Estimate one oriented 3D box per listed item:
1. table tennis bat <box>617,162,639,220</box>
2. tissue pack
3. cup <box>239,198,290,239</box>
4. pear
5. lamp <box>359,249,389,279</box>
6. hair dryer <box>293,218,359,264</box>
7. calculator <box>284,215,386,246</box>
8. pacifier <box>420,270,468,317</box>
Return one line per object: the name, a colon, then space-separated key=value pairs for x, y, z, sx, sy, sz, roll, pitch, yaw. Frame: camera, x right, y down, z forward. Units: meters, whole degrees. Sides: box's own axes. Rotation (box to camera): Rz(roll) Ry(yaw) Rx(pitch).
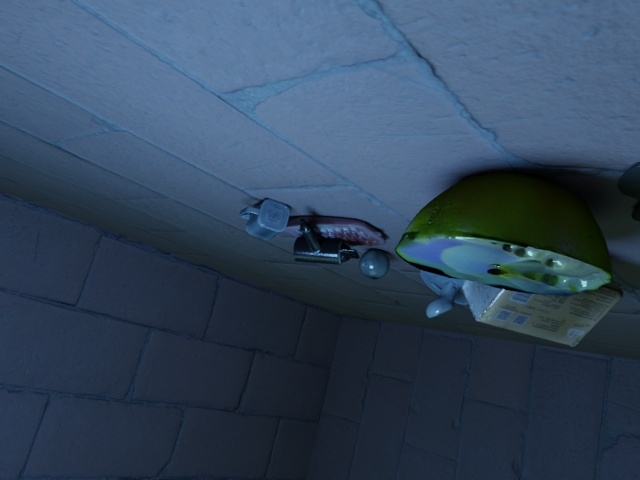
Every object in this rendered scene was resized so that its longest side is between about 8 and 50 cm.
table tennis bat: x=0.571 y=-0.083 z=0.916 sx=0.131 sy=0.022 sz=0.234 roll=8 pitch=164 yaw=18
tissue pack: x=0.544 y=0.101 z=1.376 sx=0.306 sy=0.238 sz=0.238 roll=16 pitch=167 yaw=-16
cup: x=-0.169 y=-0.067 z=1.588 sx=0.128 sy=0.095 sz=0.129 roll=20 pitch=163 yaw=-19
pear: x=0.361 y=-0.021 z=1.061 sx=0.399 sy=0.165 sz=0.399 roll=13 pitch=167 yaw=3
lamp: x=0.182 y=0.081 z=1.831 sx=0.105 sy=0.105 sz=0.105 roll=13 pitch=167 yaw=3
hair dryer: x=0.000 y=0.000 z=1.580 sx=0.196 sy=0.078 sz=0.248 roll=4 pitch=158 yaw=16
calculator: x=0.045 y=-0.025 z=1.661 sx=0.330 sy=0.048 sz=0.220 roll=2 pitch=162 yaw=35
pacifier: x=0.397 y=0.163 z=1.734 sx=0.227 sy=0.207 sz=0.279 roll=34 pitch=160 yaw=-3
